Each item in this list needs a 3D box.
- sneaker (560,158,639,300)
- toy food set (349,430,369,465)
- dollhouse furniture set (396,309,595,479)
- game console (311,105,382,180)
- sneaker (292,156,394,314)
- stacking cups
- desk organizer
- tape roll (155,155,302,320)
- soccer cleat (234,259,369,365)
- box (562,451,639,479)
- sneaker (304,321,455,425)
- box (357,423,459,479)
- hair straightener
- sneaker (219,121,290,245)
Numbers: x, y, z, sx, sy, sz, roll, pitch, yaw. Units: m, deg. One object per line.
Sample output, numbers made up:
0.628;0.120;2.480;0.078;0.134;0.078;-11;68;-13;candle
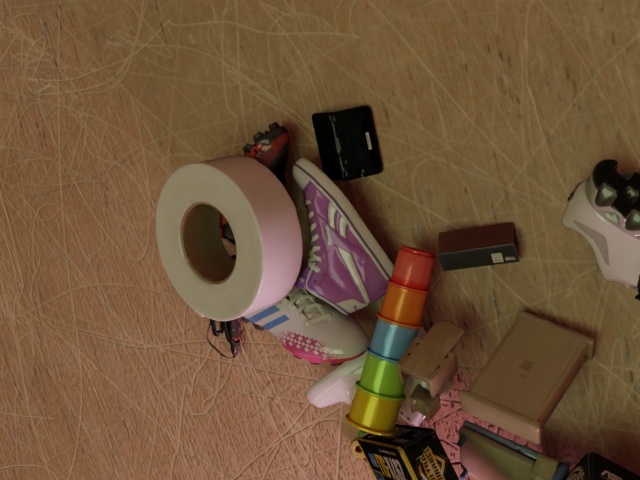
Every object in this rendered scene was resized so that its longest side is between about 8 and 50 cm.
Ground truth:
0.503;0.033;1.506;0.330;0.122;0.146;45;143;10;sneaker
0.100;0.402;1.942;0.083;0.020;0.082;44;124;13;toy food set
0.313;0.291;1.719;0.286;0.198;0.303;21;142;31;dollhouse furniture set
0.046;-0.172;1.775;0.107;0.071;0.122;-12;103;5;game console
0.000;0.000;1.768;0.161;0.102;0.282;-34;85;-2;sneaker
0.132;0.169;1.718;0.096;0.096;0.316;20;95;26;stacking cups
0.262;0.010;1.677;0.130;0.050;0.047;-8;137;19;desk organizer
-0.166;-0.004;1.786;0.286;0.100;0.286;14;112;39;tape roll
-0.053;0.119;1.841;0.331;0.116;0.143;20;130;42;soccer cleat
0.507;0.542;1.601;0.395;0.097;0.318;27;121;-5;box
0.108;0.280;1.840;0.292;0.108;0.169;-36;83;35;sneaker
0.181;0.450;1.748;0.257;0.079;0.322;65;168;3;box
-0.199;0.133;2.030;0.089;0.047;0.230;8;116;31;hair straightener
-0.103;-0.086;1.850;0.135;0.097;0.276;40;126;15;sneaker
